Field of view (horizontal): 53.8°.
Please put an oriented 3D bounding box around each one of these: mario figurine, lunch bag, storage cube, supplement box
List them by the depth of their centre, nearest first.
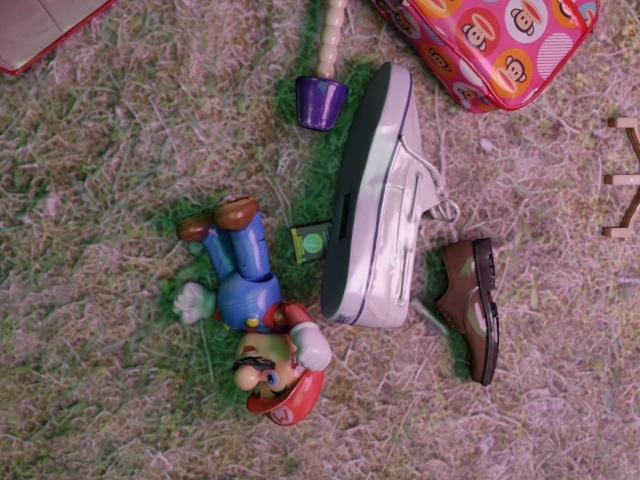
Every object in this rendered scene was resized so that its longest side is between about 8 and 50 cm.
[{"bbox_3d":[-0.403,-0.350,0.770,0.183,0.215,0.193,-36,92,1],"label":"storage cube"},{"bbox_3d":[0.231,-0.347,0.856,0.293,0.120,0.258,43,85,-17],"label":"lunch bag"},{"bbox_3d":[-0.101,0.110,0.862,0.170,0.198,0.321,-23,94,-14],"label":"mario figurine"},{"bbox_3d":[0.000,0.000,0.926,0.083,0.043,0.055,-12,96,-4],"label":"supplement box"}]

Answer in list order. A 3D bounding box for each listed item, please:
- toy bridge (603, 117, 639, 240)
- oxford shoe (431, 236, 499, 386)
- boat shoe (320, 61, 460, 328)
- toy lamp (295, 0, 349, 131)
[{"bbox_3d":[0.469,-0.092,0.961,0.063,0.026,0.188,-2,97,-6],"label":"toy bridge"},{"bbox_3d":[0.220,0.110,0.950,0.096,0.083,0.227,-6,98,16],"label":"oxford shoe"},{"bbox_3d":[0.112,-0.057,0.867,0.156,0.136,0.367,14,76,-18],"label":"boat shoe"},{"bbox_3d":[0.017,-0.290,0.874,0.080,0.080,0.275,10,97,-6],"label":"toy lamp"}]
